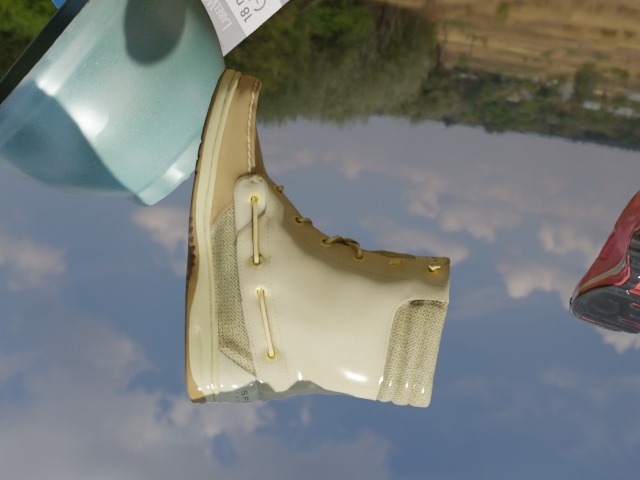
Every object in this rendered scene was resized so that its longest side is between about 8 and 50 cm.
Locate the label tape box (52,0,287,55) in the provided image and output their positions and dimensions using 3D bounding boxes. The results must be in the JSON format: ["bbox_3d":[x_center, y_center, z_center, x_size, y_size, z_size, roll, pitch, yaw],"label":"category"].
[{"bbox_3d":[-0.188,-0.374,1.312,0.106,0.333,0.241,33,162,48],"label":"label tape box"}]

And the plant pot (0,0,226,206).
[{"bbox_3d":[-0.213,-0.160,1.025,0.196,0.293,0.293,40,179,-23],"label":"plant pot"}]

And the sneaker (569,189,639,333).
[{"bbox_3d":[0.432,0.015,1.261,0.116,0.136,0.314,22,147,2],"label":"sneaker"}]

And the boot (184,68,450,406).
[{"bbox_3d":[0.000,0.000,0.749,0.203,0.262,0.095,2,174,-2],"label":"boot"}]
